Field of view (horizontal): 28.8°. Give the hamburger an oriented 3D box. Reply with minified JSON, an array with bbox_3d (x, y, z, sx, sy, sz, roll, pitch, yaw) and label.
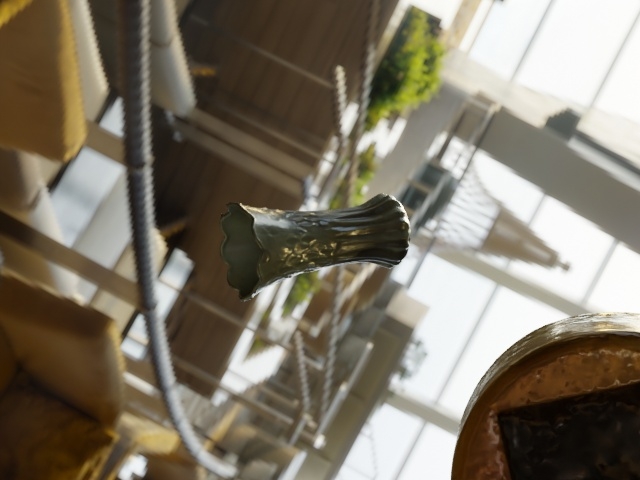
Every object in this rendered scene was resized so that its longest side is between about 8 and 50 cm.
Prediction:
[{"bbox_3d":[0.242,0.205,1.008,0.300,0.300,0.176,-63,159,3],"label":"hamburger"}]

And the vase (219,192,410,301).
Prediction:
[{"bbox_3d":[0.000,0.000,1.013,0.148,0.081,0.081,-7,140,-25],"label":"vase"}]
